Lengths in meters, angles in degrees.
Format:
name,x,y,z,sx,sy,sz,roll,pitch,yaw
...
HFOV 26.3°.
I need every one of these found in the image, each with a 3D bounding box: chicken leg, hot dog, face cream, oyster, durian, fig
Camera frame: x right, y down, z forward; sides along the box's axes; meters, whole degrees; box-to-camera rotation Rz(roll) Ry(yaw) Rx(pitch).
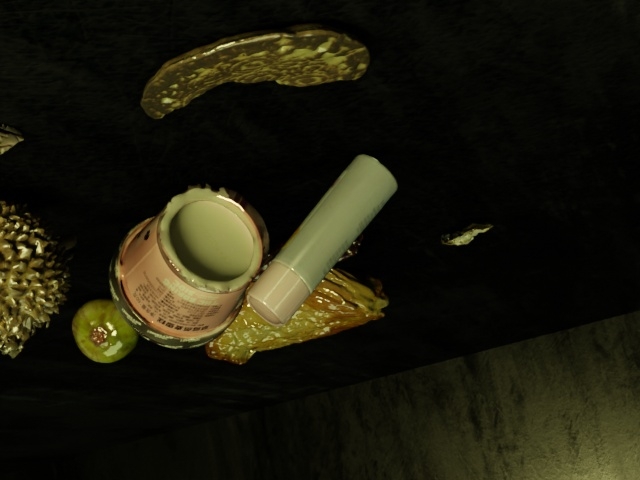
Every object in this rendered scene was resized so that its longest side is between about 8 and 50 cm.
name,x,y,z,sx,sy,sz,roll,pitch,yaw
chicken leg,-0.051,0.022,1.738,0.219,0.048,0.089,-13,164,2
hot dog,-0.037,0.082,1.876,0.259,0.114,0.175,-20,161,21
face cream,0.000,0.000,1.435,0.198,0.057,0.084,-50,172,-14
oyster,0.199,-0.010,1.910,0.054,0.019,0.083,-3,162,-41
durian,-0.320,0.028,1.328,0.196,0.167,0.196,-11,-167,3
fig,-0.284,0.128,1.876,0.093,0.093,0.166,-13,168,3

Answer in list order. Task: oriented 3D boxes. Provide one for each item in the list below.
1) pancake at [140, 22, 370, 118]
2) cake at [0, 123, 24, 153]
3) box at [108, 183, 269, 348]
name,x,y,z,sx,sy,sz,roll,pitch,yaw
pancake,-0.049,-0.138,1.132,0.190,0.020,0.184,0,161,-40
cake,-0.293,-0.068,1.118,0.052,0.065,0.121,-16,174,24
box,-0.135,0.021,1.458,0.151,0.151,0.135,-5,156,-29
